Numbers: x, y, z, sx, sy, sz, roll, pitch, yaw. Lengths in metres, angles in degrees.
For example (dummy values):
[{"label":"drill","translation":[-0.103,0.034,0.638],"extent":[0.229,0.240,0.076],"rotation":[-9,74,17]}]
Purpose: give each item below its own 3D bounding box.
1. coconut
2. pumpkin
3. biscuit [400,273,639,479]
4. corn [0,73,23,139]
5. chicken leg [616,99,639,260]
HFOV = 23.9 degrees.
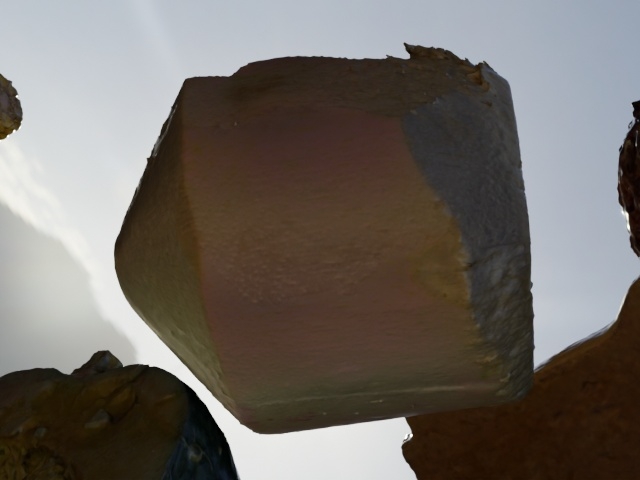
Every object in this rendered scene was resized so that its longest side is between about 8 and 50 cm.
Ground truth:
[{"label":"coconut","translation":[0.000,0.000,1.143],"extent":[0.297,0.309,0.297],"rotation":[-4,90,-85]},{"label":"pumpkin","translation":[-0.171,0.226,0.997],"extent":[0.293,0.263,0.197],"rotation":[1,-48,41]},{"label":"biscuit","translation":[0.286,0.203,1.579],"extent":[0.368,0.394,0.076],"rotation":[58,24,-10]},{"label":"corn","translation":[-0.450,-0.103,1.632],"extent":[0.310,0.101,0.101],"rotation":[-23,-76,34]},{"label":"chicken leg","translation":[0.320,0.020,1.210],"extent":[0.096,0.407,0.158],"rotation":[25,-46,-33]}]
